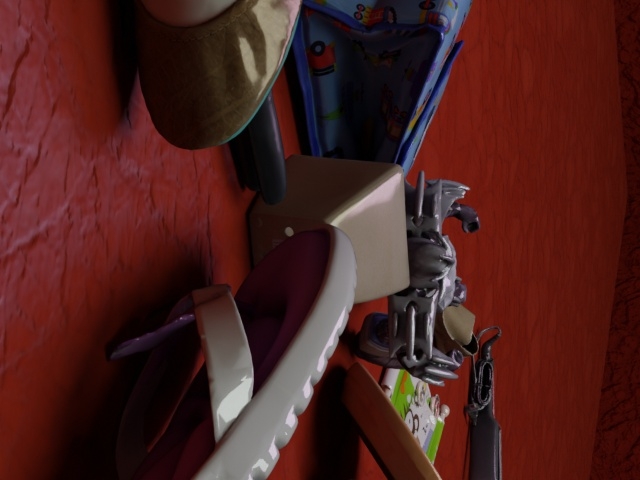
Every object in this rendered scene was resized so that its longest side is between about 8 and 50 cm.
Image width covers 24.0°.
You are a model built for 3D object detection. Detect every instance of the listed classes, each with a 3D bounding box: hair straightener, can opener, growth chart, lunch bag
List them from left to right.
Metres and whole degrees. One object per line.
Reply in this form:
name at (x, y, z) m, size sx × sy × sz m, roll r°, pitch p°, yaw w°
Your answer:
can opener at (-0.056, -0.105, 1.113) m, size 0.059 × 0.073 × 0.186 m, roll 55°, pitch -16°, yaw 42°
lunch bag at (0.056, -0.139, 1.377) m, size 0.221 × 0.138 × 0.293 m, roll -67°, pitch 166°, yaw -47°
growth chart at (0.103, 0.194, 1.693) m, size 0.237 × 0.021 × 0.172 m, roll 72°, pitch 28°, yaw -47°
hair straightener at (0.227, 0.226, 2.044) m, size 0.089 × 0.047 × 0.230 m, roll 47°, pitch 47°, yaw -66°

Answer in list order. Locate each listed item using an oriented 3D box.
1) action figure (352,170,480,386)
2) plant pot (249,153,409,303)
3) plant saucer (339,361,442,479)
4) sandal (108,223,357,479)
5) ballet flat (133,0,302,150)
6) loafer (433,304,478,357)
action figure at (0.094, 0.042, 1.364) m, size 0.285 × 0.099 × 0.185 m, roll 97°, pitch 9°, yaw -76°
plant pot at (0.000, 0.000, 1.213) m, size 0.096 × 0.109 × 0.109 m, roll -35°, pitch 126°, yaw -53°
plant saucer at (0.075, 0.207, 1.419) m, size 0.200 × 0.037 × 0.200 m, roll 57°, pitch -4°, yaw 6°
sandal at (-0.082, 0.096, 0.936) m, size 0.102 × 0.169 × 0.416 m, roll 43°, pitch 36°, yaw -12°
ballet flat at (-0.050, -0.231, 0.944) m, size 0.342 × 0.116 × 0.124 m, roll -68°, pitch 156°, yaw -10°
loafer at (0.160, 0.095, 1.808) m, size 0.148 × 0.050 × 0.056 m, roll 65°, pitch 32°, yaw -56°
